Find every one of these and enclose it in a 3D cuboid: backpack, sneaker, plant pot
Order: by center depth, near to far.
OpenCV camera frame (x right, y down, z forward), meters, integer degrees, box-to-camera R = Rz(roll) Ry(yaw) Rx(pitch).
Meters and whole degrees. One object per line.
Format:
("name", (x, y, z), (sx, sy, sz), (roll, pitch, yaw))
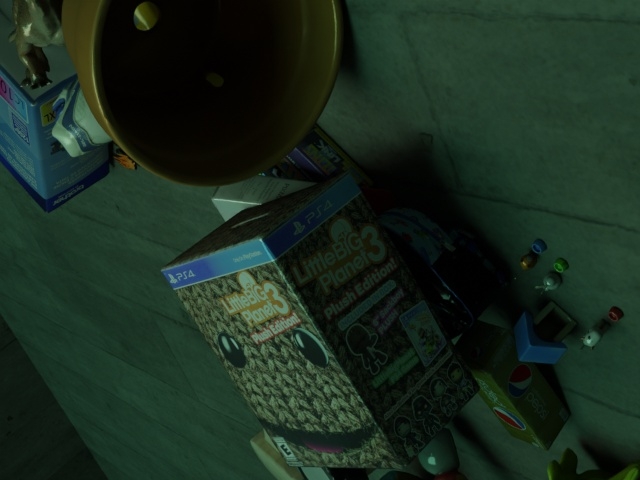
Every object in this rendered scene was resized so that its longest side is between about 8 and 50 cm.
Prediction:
("plant pot", (-0.150, -0.226, 1.164), (0.203, 0.290, 0.291), (32, 149, 48))
("backpack", (0.108, 0.036, 1.257), (0.173, 0.117, 0.158), (46, 145, 3))
("sneaker", (-0.314, -0.205, 1.494), (0.112, 0.131, 0.296), (56, -175, -21))

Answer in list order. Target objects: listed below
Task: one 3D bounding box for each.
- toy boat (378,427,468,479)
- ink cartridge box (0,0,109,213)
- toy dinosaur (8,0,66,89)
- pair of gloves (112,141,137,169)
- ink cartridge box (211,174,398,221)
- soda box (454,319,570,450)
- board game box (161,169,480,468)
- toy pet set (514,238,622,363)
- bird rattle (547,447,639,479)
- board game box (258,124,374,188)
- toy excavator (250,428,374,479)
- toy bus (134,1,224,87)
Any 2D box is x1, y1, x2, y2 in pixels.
("toy boat", (0.124, 0.387, 1.619), (0.318, 0.267, 0.148), (-41, 57, 52))
("ink cartridge box", (-0.493, -0.234, 1.824), (0.270, 0.151, 0.395), (46, 155, 15))
("toy dinosaur", (-0.331, -0.297, 1.295), (0.295, 0.127, 0.200), (27, 137, 65))
("pair of gloves", (-0.345, -0.159, 1.849), (0.074, 0.010, 0.083), (21, 139, 47))
("ink cartridge box", (0.000, 0.000, 1.357), (0.232, 0.066, 0.189), (13, 149, 32))
("soda box", (0.226, 0.173, 1.284), (0.061, 0.058, 0.181), (16, 152, 50))
("board game box", (-0.004, 0.099, 1.218), (0.232, 0.141, 0.291), (-17, 108, 55))
("toy pet set", (0.246, 0.082, 1.174), (0.122, 0.065, 0.114), (43, 153, 15))
("bird rattle", (0.326, 0.378, 1.258), (0.207, 0.254, 0.143), (33, 160, -20))
("board game box", (-0.020, -0.087, 1.391), (0.170, 0.048, 0.141), (45, 155, 11))
("toy excavator", (-0.017, 0.239, 1.633), (0.445, 0.222, 0.433), (16, 137, 56))
("toy bus", (-0.190, -0.262, 1.363), (0.333, 0.108, 0.130), (57, 151, -13))
